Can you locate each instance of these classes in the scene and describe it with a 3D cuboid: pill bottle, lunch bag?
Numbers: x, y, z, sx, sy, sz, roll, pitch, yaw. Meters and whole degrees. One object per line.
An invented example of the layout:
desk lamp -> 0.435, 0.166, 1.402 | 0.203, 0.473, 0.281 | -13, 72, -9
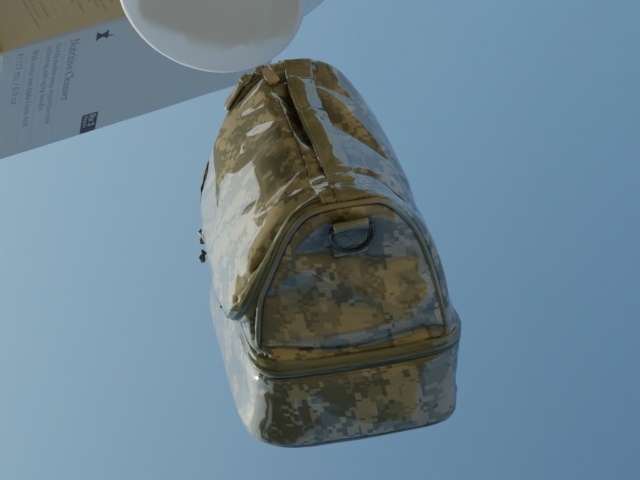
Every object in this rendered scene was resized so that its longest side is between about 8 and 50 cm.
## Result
pill bottle -> -0.025, -0.137, 0.574 | 0.087, 0.087, 0.160 | -7, -140, 18
lunch bag -> 0.000, 0.000, 1.385 | 0.213, 0.256, 0.305 | -6, -148, -10

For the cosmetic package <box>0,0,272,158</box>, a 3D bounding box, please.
cosmetic package -> -0.235, -0.261, 1.783 | 0.385, 0.217, 0.156 | -20, -115, -24
